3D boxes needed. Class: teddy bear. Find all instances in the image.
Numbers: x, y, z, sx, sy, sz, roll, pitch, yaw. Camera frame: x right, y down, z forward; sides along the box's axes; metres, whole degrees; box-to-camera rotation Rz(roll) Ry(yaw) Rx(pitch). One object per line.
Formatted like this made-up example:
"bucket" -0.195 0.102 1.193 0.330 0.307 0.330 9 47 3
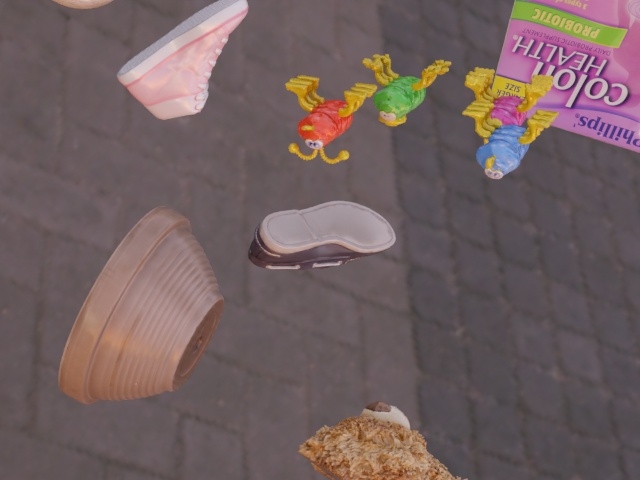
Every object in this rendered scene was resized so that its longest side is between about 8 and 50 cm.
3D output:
"teddy bear" 0.105 0.294 1.842 0.338 0.245 0.113 42 75 -35

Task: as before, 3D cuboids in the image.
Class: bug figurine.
"bug figurine" 0.114 -0.123 1.511 0.279 0.072 0.216 11 26 24

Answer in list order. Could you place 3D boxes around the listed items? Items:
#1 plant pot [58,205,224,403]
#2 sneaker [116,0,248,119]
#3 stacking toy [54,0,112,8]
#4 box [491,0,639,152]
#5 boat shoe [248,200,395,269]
"plant pot" -0.180 0.089 1.643 0.109 0.237 0.237 27 37 7
"sneaker" -0.107 -0.157 1.314 0.070 0.134 0.051 53 12 -20
"stacking toy" -0.219 -0.365 1.575 0.141 0.330 0.141 6 75 -23
"box" 0.344 -0.249 1.790 0.213 0.243 0.117 21 16 24
"boat shoe" 0.000 0.000 1.824 0.206 0.065 0.075 -3 56 -39
